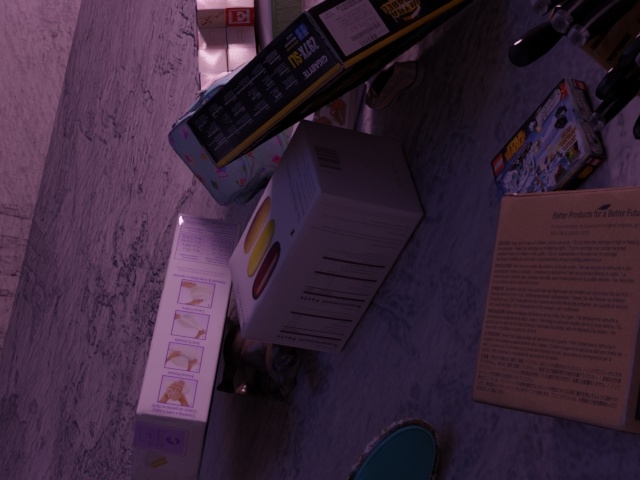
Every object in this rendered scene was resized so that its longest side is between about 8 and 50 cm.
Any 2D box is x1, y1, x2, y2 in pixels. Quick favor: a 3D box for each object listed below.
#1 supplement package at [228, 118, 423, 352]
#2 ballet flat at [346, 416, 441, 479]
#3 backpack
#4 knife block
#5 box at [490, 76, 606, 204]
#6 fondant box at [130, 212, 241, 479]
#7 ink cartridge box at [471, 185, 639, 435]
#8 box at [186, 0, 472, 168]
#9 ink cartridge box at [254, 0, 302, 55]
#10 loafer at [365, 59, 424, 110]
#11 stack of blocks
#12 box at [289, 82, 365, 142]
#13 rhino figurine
[{"bbox_3d":[0.000,0.000,1.638,0.139,0.134,0.244,-104,34,-45],"label":"supplement package"},{"bbox_3d":[0.059,0.283,1.454,0.077,0.091,0.241,-80,11,-75],"label":"ballet flat"},{"bbox_3d":[-0.107,-0.150,1.902,0.166,0.144,0.188,52,134,0],"label":"backpack"},{"bbox_3d":[0.235,-0.194,1.052,0.088,0.242,0.275,-56,32,41],"label":"knife block"},{"bbox_3d":[0.216,-0.077,1.315,0.137,0.027,0.094,-52,36,46],"label":"box"},{"bbox_3d":[-0.186,0.164,1.893,0.238,0.096,0.330,104,174,-52],"label":"fondant box"},{"bbox_3d":[0.230,0.058,1.146,0.235,0.088,0.193,180,101,-67],"label":"ink cartridge box"},{"bbox_3d":[0.021,-0.213,1.540,0.079,0.257,0.322,56,147,-2],"label":"box"},{"bbox_3d":[-0.066,-0.340,2.045,0.171,0.056,0.235,-105,10,-46],"label":"ink cartridge box"},{"bbox_3d":[0.080,-0.191,1.657,0.125,0.039,0.045,153,124,-61],"label":"loafer"},{"bbox_3d":[-0.146,-0.316,2.094,0.171,0.087,0.297,96,170,-60],"label":"stack of blocks"},{"bbox_3d":[-0.016,-0.063,1.791,0.067,0.063,0.324,-156,78,-68],"label":"box"},{"bbox_3d":[-0.073,0.155,1.807,0.243,0.073,0.106,171,108,-69],"label":"rhino figurine"}]
